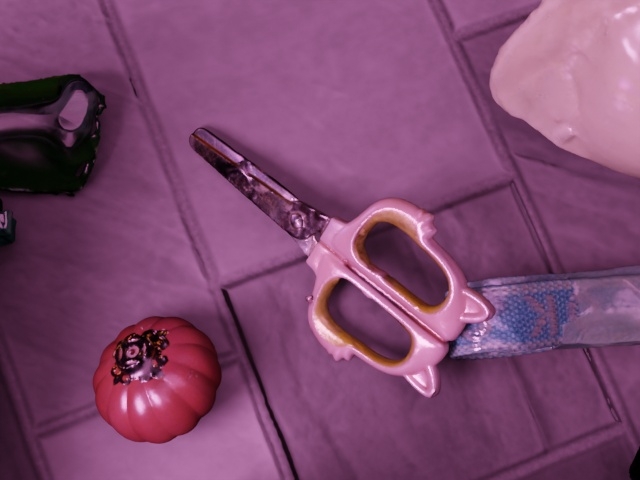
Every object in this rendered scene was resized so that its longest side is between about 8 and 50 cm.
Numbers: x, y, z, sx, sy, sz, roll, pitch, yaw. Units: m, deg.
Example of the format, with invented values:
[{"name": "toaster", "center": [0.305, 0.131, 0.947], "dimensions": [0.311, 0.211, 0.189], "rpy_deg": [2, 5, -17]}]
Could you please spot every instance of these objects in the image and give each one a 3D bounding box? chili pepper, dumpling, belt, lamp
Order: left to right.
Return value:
[{"name": "chili pepper", "center": [-0.290, -0.088, 0.964], "dimensions": [0.216, 0.062, 0.108], "rpy_deg": [-7, 77, -6]}, {"name": "lamp", "center": [-0.134, 0.113, 0.914], "dimensions": [0.107, 0.092, 0.107], "rpy_deg": [-13, 51, 16]}, {"name": "belt", "center": [0.256, 0.061, 0.970], "dimensions": [0.302, 0.087, 0.072], "rpy_deg": [-5, 76, -7]}, {"name": "dumpling", "center": [0.356, -0.186, 0.927], "dimensions": [0.395, 0.315, 0.233], "rpy_deg": [-5, 71, -16]}]

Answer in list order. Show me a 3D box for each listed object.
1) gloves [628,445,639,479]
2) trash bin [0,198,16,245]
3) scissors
[{"name": "gloves", "center": [0.343, 0.175, 0.959], "dimensions": [0.181, 0.106, 0.129], "rpy_deg": [-27, 80, -41]}, {"name": "trash bin", "center": [-0.357, 0.113, 0.798], "dimensions": [0.259, 0.295, 0.381], "rpy_deg": [-5, 83, -5]}, {"name": "scissors", "center": [0.000, 0.000, 0.963], "dimensions": [0.317, 0.024, 0.160], "rpy_deg": [39, 112, 17]}]
